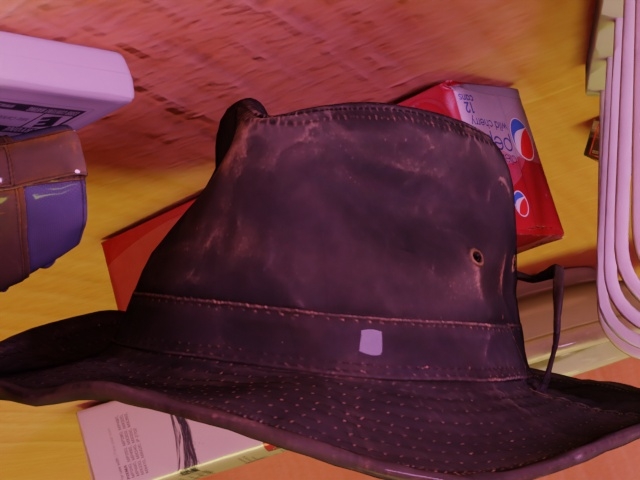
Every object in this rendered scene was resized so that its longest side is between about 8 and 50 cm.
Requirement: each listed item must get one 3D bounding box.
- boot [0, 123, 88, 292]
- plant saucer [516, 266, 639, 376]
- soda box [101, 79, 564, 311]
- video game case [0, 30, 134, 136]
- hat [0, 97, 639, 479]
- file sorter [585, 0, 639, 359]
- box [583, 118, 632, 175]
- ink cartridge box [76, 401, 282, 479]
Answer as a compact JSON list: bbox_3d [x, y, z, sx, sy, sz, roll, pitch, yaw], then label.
[{"bbox_3d":[-0.145,0.011,0.613,0.106,0.082,0.219,-12,167,-10],"label":"boot"},{"bbox_3d":[0.223,0.109,1.665,0.400,0.100,0.400,-15,168,-3],"label":"plant saucer"},{"bbox_3d":[0.000,0.000,0.855,0.263,0.092,0.083,-24,166,33],"label":"soda box"},{"bbox_3d":[-0.218,-0.035,0.560,0.206,0.026,0.227,-23,168,30],"label":"video game case"},{"bbox_3d":[0.009,0.007,0.644,0.331,0.134,0.331,7,-177,0],"label":"hat"},{"bbox_3d":[0.221,-0.037,0.670,0.193,0.173,0.278,2,171,8],"label":"file sorter"},{"bbox_3d":[0.250,-0.045,0.974,0.137,0.027,0.094,18,-176,24],"label":"box"},{"bbox_3d":[-0.130,0.204,1.622,0.237,0.100,0.172,-17,169,-1],"label":"ink cartridge box"}]
